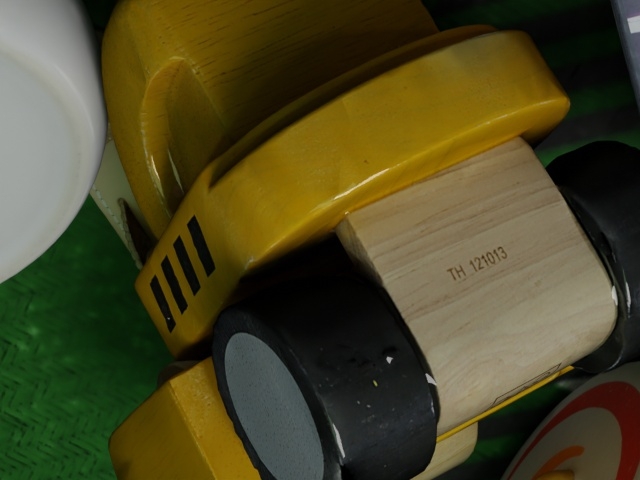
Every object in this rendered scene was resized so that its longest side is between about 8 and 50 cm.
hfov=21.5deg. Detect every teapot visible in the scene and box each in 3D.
[{"bbox_3d":[-0.229,-0.090,0.806,0.256,0.187,0.252,-24,142,4],"label":"teapot"}]

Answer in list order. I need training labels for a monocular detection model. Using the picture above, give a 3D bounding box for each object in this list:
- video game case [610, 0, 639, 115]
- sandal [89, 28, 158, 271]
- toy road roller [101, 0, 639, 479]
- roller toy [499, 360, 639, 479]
[{"bbox_3d":[0.222,-0.075,0.665,0.196,0.026,0.274,-8,133,18],"label":"video game case"},{"bbox_3d":[-0.078,0.002,0.895,0.088,0.079,0.240,-27,114,23],"label":"sandal"},{"bbox_3d":[0.000,0.000,0.788,0.240,0.203,0.329,61,154,10],"label":"toy road roller"},{"bbox_3d":[0.169,0.170,0.895,0.146,0.191,0.209,33,124,-12],"label":"roller toy"}]
